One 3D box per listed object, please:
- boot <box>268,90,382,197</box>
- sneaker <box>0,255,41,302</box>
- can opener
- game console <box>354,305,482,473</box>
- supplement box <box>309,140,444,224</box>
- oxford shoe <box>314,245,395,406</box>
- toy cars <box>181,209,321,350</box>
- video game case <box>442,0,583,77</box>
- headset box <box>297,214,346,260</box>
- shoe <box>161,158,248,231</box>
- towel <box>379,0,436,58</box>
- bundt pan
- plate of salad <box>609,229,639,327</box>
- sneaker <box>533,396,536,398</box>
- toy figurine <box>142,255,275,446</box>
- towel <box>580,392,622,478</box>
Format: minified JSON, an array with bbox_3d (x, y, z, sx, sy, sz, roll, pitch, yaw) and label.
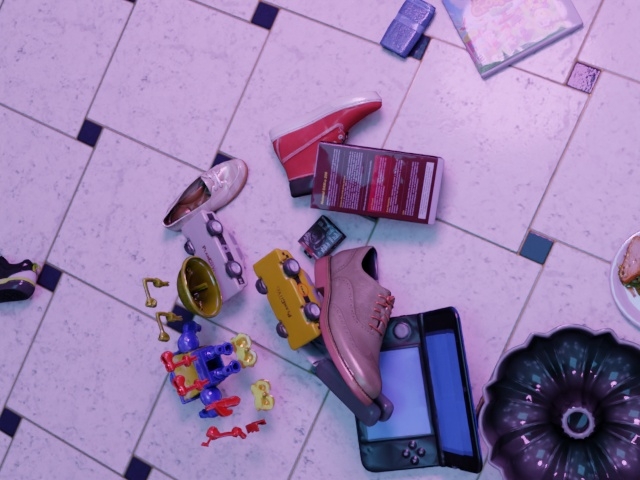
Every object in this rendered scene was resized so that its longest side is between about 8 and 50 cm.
[{"bbox_3d":[0.032,-0.181,1.740,0.244,0.088,0.176,-23,80,20],"label":"boot"},{"bbox_3d":[-0.726,0.085,1.956,0.235,0.084,0.097,-2,60,15],"label":"sneaker"},{"bbox_3d":[0.031,0.236,1.665,0.280,0.074,0.093,46,127,32],"label":"can opener"},{"bbox_3d":[0.162,0.281,1.610,0.250,0.173,0.293,-10,82,15],"label":"game console"},{"bbox_3d":[0.107,-0.111,1.674,0.239,0.073,0.130,9,100,2],"label":"supplement box"},{"bbox_3d":[0.075,0.138,1.604,0.130,0.123,0.348,-26,46,14],"label":"oxford shoe"},{"bbox_3d":[-0.124,0.069,1.736,0.394,0.087,0.176,26,114,33],"label":"toy cars"},{"bbox_3d":[0.366,-0.447,1.693,0.212,0.023,0.193,-27,78,13],"label":"video game case"},{"bbox_3d":[0.000,0.000,1.757,0.062,0.032,0.083,45,99,16],"label":"headset box"},{"bbox_3d":[-0.242,-0.092,1.824,0.219,0.058,0.076,-39,76,10],"label":"shoe"},{"bbox_3d":[0.174,-0.426,1.746,0.067,0.029,0.119,35,94,17],"label":"towel"},{"bbox_3d":[0.442,0.304,1.506,0.331,0.124,0.330,-1,87,15],"label":"bundt pan"},{"bbox_3d":[0.619,0.068,1.559,0.200,0.048,0.199,-2,84,16],"label":"plate of salad"},{"bbox_3d":[0.426,0.306,1.604,0.044,0.040,0.109,-42,78,-8],"label":"sneaker"},{"bbox_3d":[-0.270,0.238,1.736,0.217,0.191,0.362,-29,83,49],"label":"toy figurine"},{"bbox_3d":[0.622,0.405,1.532,0.336,0.040,0.243,11,89,17],"label":"towel"}]
